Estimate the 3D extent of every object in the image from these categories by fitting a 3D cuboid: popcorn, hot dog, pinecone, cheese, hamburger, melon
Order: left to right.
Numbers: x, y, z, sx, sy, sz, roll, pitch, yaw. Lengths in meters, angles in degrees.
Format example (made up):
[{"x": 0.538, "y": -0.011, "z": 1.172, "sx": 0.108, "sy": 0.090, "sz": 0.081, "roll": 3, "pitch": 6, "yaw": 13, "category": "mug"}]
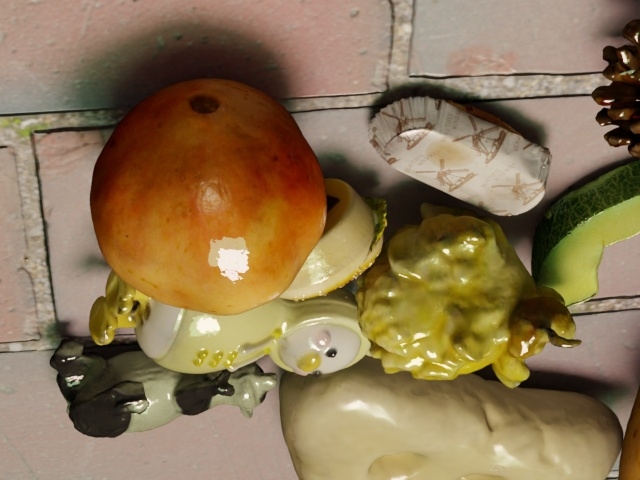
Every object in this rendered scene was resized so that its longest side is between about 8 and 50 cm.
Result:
[{"x": 0.000, "y": 0.000, "z": 1.735, "sx": 0.126, "sy": 0.141, "sz": 0.081, "roll": -1, "pitch": 131, "yaw": 41, "category": "hamburger"}, {"x": 0.125, "y": 0.201, "z": 1.993, "sx": 0.351, "sy": 0.129, "sz": 0.328, "roll": -18, "pitch": 141, "yaw": 13, "category": "cheese"}, {"x": 0.128, "y": -0.079, "z": 1.714, "sx": 0.192, "sy": 0.053, "sz": 0.099, "roll": 20, "pitch": 132, "yaw": -27, "category": "hot dog"}, {"x": 0.132, "y": 0.065, "z": 1.758, "sx": 0.195, "sy": 0.168, "sz": 0.173, "roll": 40, "pitch": 151, "yaw": 2, "category": "popcorn"}, {"x": 0.280, "y": -0.014, "z": 1.814, "sx": 0.209, "sy": 0.064, "sz": 0.118, "roll": -28, "pitch": 136, "yaw": 19, "category": "melon"}, {"x": 0.323, "y": -0.122, "z": 1.611, "sx": 0.195, "sy": 0.150, "sz": 0.179, "roll": 29, "pitch": 146, "yaw": -35, "category": "pinecone"}]

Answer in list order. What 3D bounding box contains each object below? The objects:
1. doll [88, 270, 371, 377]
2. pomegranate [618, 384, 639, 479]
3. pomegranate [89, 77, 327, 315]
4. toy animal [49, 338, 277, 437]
[{"x": -0.069, "y": 0.079, "z": 1.804, "sx": 0.296, "sy": 0.117, "sz": 0.141, "roll": 15, "pitch": 133, "yaw": -15, "category": "doll"}, {"x": 0.506, "y": 0.229, "z": 1.915, "sx": 0.417, "sy": 0.416, "sz": 0.416, "roll": -5, "pitch": 141, "yaw": -4, "category": "pomegranate"}, {"x": -0.097, "y": -0.036, "z": 1.606, "sx": 0.209, "sy": 0.209, "sz": 0.209, "roll": -5, "pitch": 141, "yaw": -4, "category": "pomegranate"}, {"x": -0.157, "y": 0.147, "z": 1.910, "sx": 0.225, "sy": 0.094, "sz": 0.121, "roll": -10, "pitch": 151, "yaw": -12, "category": "toy animal"}]
